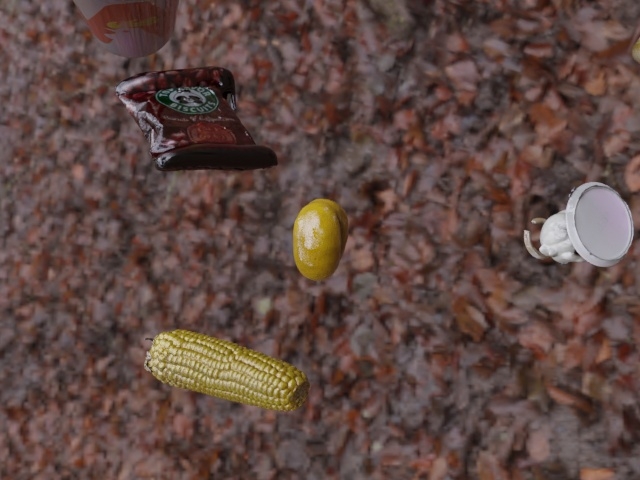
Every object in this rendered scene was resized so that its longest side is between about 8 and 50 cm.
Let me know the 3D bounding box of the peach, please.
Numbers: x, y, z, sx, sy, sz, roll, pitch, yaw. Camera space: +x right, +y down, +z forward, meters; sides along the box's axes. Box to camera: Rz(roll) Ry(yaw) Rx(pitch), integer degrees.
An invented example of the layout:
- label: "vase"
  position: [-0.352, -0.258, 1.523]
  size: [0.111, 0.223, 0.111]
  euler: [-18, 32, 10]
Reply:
- label: "peach"
  position: [0.000, 0.000, 2.018]
  size: [0.103, 0.179, 0.179]
  euler: [11, 93, 10]

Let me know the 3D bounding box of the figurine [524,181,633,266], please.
- label: "figurine"
  position: [0.383, -0.014, 1.504]
  size: [0.153, 0.132, 0.132]
  euler: [-22, 66, 61]

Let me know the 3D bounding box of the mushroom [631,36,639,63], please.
- label: "mushroom"
  position: [0.483, -0.364, 1.200]
  size: [0.122, 0.159, 0.329]
  euler: [-129, 44, -59]

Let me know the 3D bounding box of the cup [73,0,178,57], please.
- label: "cup"
  position: [-0.268, -0.364, 1.341]
  size: [0.288, 0.203, 0.203]
  euler: [123, 148, -78]

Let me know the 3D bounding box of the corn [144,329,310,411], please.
- label: "corn"
  position: [-0.164, 0.225, 1.705]
  size: [0.305, 0.106, 0.106]
  euler: [10, 92, 23]

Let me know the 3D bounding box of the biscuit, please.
- label: "biscuit"
  position: [-0.149, -0.139, 1.164]
  size: [0.235, 0.151, 0.063]
  euler: [-121, 39, -47]
